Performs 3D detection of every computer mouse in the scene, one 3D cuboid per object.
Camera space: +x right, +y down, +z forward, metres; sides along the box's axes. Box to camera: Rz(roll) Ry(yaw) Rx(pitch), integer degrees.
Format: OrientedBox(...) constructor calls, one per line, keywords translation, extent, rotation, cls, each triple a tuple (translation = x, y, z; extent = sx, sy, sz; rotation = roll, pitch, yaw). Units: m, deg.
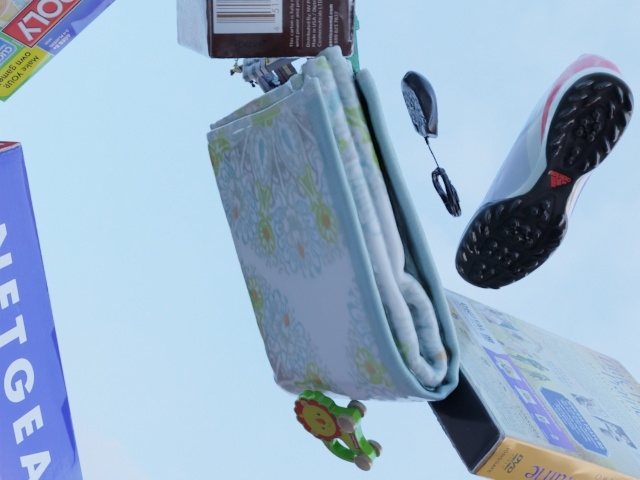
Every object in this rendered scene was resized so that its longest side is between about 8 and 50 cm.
OrientedBox(translation=(0.181, -0.150, 1.503), extent=(0.242, 0.041, 0.071), rotation=(70, -12, -16), cls="computer mouse")

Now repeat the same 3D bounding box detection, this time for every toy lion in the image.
OrientedBox(translation=(0.015, 0.219, 1.141), extent=(0.096, 0.034, 0.100), rotation=(2, -55, 38), cls="toy lion")

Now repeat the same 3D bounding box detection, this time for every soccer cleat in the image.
OrientedBox(translation=(0.264, -0.078, 1.175), extent=(0.109, 0.116, 0.318), rotation=(24, -61, -6), cls="soccer cleat")

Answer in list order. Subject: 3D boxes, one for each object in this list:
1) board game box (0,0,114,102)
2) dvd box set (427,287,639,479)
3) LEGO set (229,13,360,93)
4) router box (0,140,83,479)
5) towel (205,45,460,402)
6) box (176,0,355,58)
OrientedBox(translation=(-0.283, -0.280, 0.909), extent=(0.317, 0.213, 0.046), rotation=(-36, -127, 21), cls="board game box")
OrientedBox(translation=(0.281, 0.196, 1.158), extent=(0.062, 0.420, 0.307), rotation=(-56, -147, 19), cls="dvd box set")
OrientedBox(translation=(-0.079, -0.360, 1.539), extent=(0.192, 0.331, 0.255), rotation=(-21, -127, 19), cls="LEGO set")
OrientedBox(translation=(-0.331, 0.094, 0.713), extent=(0.301, 0.082, 0.335), rotation=(2, -71, 25), cls="router box")
OrientedBox(translation=(0.000, 0.000, 1.102), extent=(0.320, 0.090, 0.374), rotation=(-13, -87, 63), cls="towel")
OrientedBox(translation=(-0.070, -0.302, 1.124), extent=(0.203, 0.167, 0.168), rotation=(-138, -135, -66), cls="box")
